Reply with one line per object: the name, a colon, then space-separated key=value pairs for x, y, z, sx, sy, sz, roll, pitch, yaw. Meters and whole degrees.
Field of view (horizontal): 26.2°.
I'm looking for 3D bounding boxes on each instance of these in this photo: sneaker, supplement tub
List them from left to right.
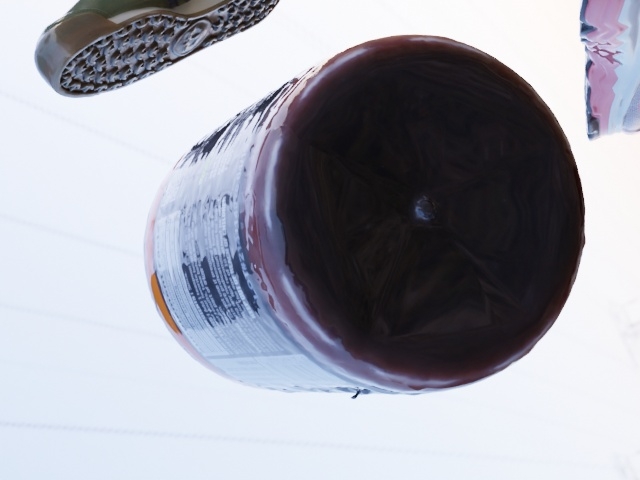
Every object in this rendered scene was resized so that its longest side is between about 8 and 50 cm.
sneaker: x=-0.109 y=-0.150 z=0.818 sx=0.086 sy=0.064 sz=0.192 roll=47 pitch=-133 yaw=13
supplement tub: x=0.000 y=0.000 z=0.472 sx=0.106 sy=0.106 sz=0.198 roll=61 pitch=161 yaw=-5
sneaker: x=0.232 y=-0.133 z=0.857 sx=0.314 sy=0.136 sz=0.116 roll=40 pitch=-128 yaw=-74
